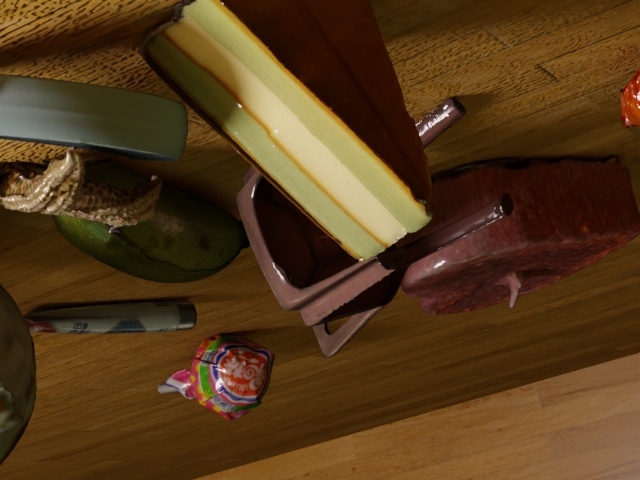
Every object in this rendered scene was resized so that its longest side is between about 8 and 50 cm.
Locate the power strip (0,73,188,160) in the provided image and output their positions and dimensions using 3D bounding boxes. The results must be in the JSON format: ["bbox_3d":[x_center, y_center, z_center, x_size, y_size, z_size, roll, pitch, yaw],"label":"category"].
[{"bbox_3d":[-0.183,-0.087,1.003,0.216,0.044,0.137,6,180,-43],"label":"power strip"}]

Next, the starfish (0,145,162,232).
[{"bbox_3d":[-0.232,-0.051,1.072,0.236,0.062,0.277,11,-178,-15],"label":"starfish"}]

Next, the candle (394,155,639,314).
[{"bbox_3d":[0.224,0.003,1.629,0.287,0.131,0.317,-17,166,6],"label":"candle"}]

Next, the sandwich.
[{"bbox_3d":[-0.024,-0.077,1.010,0.144,0.187,0.117,-10,166,-33],"label":"sandwich"}]

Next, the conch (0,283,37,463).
[{"bbox_3d":[-0.357,0.118,1.298,0.197,0.249,0.368,-30,133,-12],"label":"conch"}]

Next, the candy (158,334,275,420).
[{"bbox_3d":[-0.181,0.214,2.172,0.124,0.124,0.365,-6,175,-26],"label":"candy"}]

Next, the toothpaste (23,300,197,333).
[{"bbox_3d":[-0.263,0.095,1.738,0.239,0.039,0.062,0,168,-33],"label":"toothpaste"}]

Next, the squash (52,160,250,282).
[{"bbox_3d":[-0.149,-0.005,1.351,0.094,0.094,0.341,-18,165,20],"label":"squash"}]

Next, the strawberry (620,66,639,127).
[{"bbox_3d":[0.352,-0.147,1.289,0.188,0.082,0.121,-15,-172,-29],"label":"strawberry"}]

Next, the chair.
[{"bbox_3d":[0.000,0.000,1.337,0.183,0.175,0.326,-12,162,-40],"label":"chair"}]
